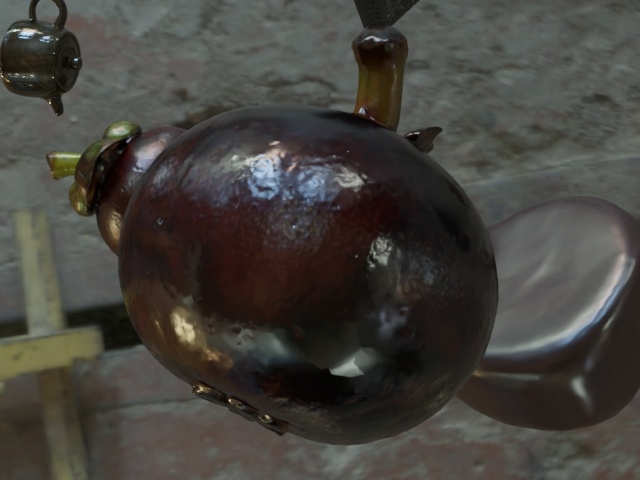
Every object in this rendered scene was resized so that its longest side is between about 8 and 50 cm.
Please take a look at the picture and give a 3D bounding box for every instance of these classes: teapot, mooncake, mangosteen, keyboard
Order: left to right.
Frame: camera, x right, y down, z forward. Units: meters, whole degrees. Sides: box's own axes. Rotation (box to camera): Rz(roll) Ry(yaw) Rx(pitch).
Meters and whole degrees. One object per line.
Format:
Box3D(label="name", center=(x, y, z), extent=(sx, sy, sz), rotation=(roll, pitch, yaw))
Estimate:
Box3D(label="teapot", center=(-0.263, -0.182, 1.450), extent=(0.068, 0.076, 0.121), rotation=(8, 100, 16))
Box3D(label="mangosteen", center=(-0.180, -0.062, 1.526), extent=(0.146, 0.156, 0.181), rotation=(-39, 71, -19))
Box3D(label="mangosteen", center=(0.005, -0.011, 0.918), extent=(0.235, 0.235, 0.261), rotation=(18, 76, 24))
Box3D(label="keyboard", center=(0.044, -0.216, 1.161), extent=(0.063, 0.198, 0.010), rotation=(-41, 69, -4))
Box3D(label="mooncake", center=(0.303, 0.107, 1.980), extent=(0.334, 0.174, 0.326), rotation=(-26, 38, 13))
